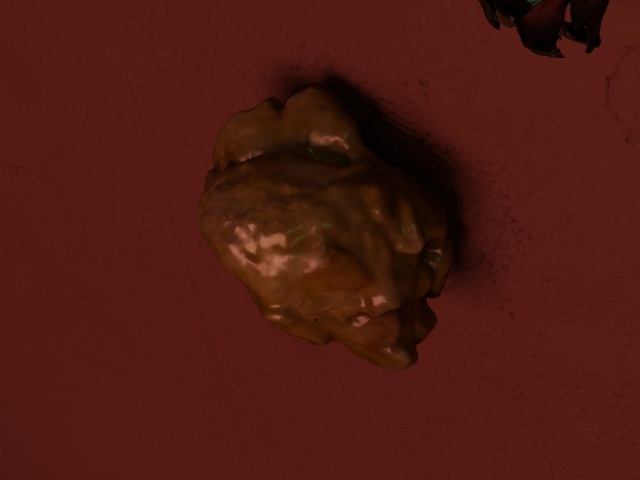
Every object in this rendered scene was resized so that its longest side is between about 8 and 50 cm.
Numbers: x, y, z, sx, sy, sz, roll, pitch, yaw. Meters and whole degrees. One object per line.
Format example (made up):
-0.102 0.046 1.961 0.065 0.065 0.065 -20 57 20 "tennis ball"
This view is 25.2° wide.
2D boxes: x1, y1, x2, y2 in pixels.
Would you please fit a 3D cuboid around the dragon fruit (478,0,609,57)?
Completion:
0.144 -0.188 0.876 0.121 0.130 0.142 -125 47 -68 "dragon fruit"

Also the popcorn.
-0.001 -0.004 1.231 0.253 0.190 0.191 40 144 18 "popcorn"
